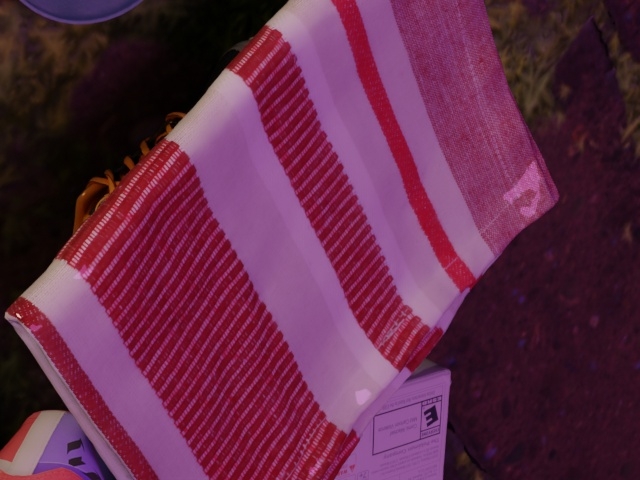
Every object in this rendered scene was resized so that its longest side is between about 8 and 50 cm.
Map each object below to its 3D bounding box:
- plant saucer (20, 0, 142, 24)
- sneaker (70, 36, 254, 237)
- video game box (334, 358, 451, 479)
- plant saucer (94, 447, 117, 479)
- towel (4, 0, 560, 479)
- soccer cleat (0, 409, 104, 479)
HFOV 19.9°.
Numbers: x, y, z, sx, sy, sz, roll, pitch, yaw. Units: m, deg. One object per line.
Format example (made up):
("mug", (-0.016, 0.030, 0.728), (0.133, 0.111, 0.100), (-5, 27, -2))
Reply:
("plant saucer", (-0.120, -0.169, 0.912), (0.119, 0.021, 0.119), (-16, 116, -35))
("sneaker", (-0.084, -0.017, 0.967), (0.083, 0.084, 0.215), (31, 82, -30))
("video game box", (-0.016, 0.176, 1.067), (0.205, 0.048, 0.187), (-12, 112, -37))
("plant saucer", (-0.140, 0.251, 1.052), (0.318, 0.044, 0.317), (-16, 116, -35))
("towel", (0.000, 0.000, 0.956), (0.329, 0.037, 0.237), (-50, 134, -25))
("soccer cleat", (-0.121, 0.230, 0.969), (0.116, 0.109, 0.318), (-74, 161, -47))
